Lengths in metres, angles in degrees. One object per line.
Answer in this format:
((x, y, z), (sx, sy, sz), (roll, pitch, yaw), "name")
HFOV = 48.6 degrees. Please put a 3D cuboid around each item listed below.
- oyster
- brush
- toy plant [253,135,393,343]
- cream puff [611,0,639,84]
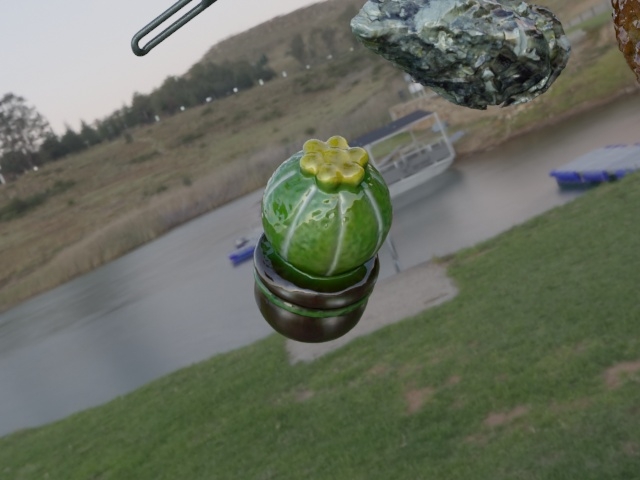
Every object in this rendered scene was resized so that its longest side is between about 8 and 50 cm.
((0.183, -0.254, 0.886), (0.199, 0.252, 0.087), (-43, 22, 13), "oyster")
((-0.076, -0.263, 0.672), (0.266, 0.027, 0.062), (-35, -30, 6), "brush")
((0.000, 0.000, 0.503), (0.092, 0.093, 0.162), (-29, -31, -32), "toy plant")
((0.353, -0.183, 0.482), (0.302, 0.303, 0.212), (-18, -5, 36), "cream puff")
